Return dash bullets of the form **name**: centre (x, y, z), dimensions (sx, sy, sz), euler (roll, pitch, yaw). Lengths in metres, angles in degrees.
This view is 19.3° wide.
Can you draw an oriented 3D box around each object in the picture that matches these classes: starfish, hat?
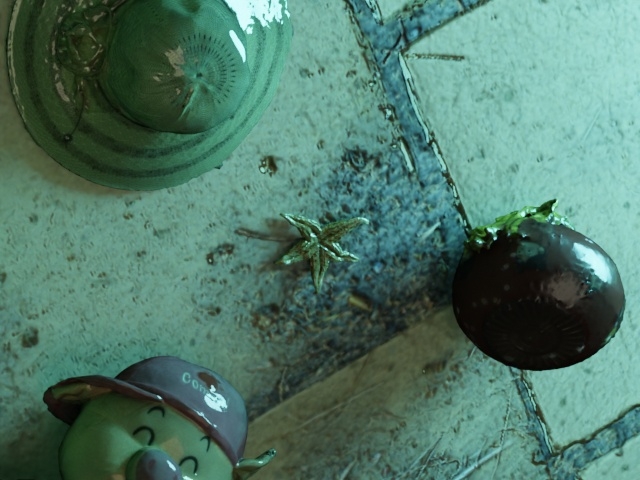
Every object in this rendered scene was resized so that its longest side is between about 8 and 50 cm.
- **starfish**: centre (0.000, 0.000, 1.659), dimensions (0.092, 0.016, 0.086), euler (-31, 121, -4)
- **hat**: centre (-0.116, -0.141, 1.496), dimensions (0.252, 0.110, 0.252), euler (-9, 112, -22)

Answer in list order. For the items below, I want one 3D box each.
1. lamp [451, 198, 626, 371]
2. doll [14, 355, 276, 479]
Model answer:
- **lamp**: centre (0.199, 0.040, 1.705), dimensions (0.156, 0.135, 0.157), euler (12, 136, 2)
- **doll**: centre (-0.164, 0.213, 1.581), dimensions (0.196, 0.152, 0.256), euler (39, 77, -37)
